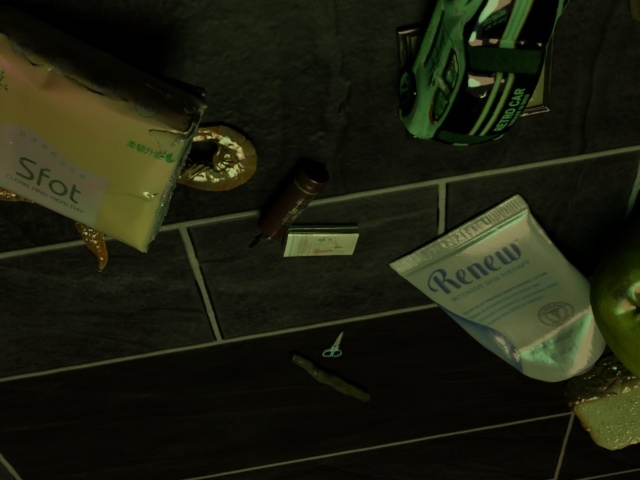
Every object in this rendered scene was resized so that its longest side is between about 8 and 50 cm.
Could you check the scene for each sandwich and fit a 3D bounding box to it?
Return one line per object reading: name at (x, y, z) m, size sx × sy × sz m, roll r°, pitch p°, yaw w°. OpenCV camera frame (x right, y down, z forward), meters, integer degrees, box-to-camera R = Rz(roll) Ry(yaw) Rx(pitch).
sandwich at (0.636, 0.295, 1.961) m, size 0.289 × 0.099 × 0.254 m, roll -26°, pitch 135°, yaw 20°

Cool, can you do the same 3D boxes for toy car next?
toy car at (0.189, -0.210, 1.129) m, size 0.136 × 0.125 × 0.305 m, roll 2°, pitch 143°, yaw -15°

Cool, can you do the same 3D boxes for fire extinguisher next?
fire extinguisher at (-0.045, -0.048, 1.375) m, size 0.064 × 0.043 × 0.158 m, roll -36°, pitch 171°, yaw -49°

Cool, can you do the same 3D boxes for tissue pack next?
tissue pack at (-0.271, -0.125, 1.102) m, size 0.257 × 0.123 × 0.215 m, roll 26°, pitch 130°, yaw -4°
tissue pack at (0.000, 0.000, 1.465) m, size 0.108 × 0.023 × 0.056 m, roll 0°, pitch 142°, yaw -14°

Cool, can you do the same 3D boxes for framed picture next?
framed picture at (0.196, -0.210, 1.242) m, size 0.195 × 0.010 × 0.199 m, roll -11°, pitch 144°, yaw 1°

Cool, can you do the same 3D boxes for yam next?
yam at (0.016, 0.250, 1.809) m, size 0.027 × 0.029 × 0.234 m, roll -50°, pitch 133°, yaw 5°

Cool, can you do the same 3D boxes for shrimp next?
shrimp at (-0.158, -0.106, 1.266) m, size 0.163 × 0.045 × 0.095 m, roll 6°, pitch 140°, yaw -19°

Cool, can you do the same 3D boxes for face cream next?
face cream at (0.328, 0.095, 1.630) m, size 0.235 × 0.137 × 0.420 m, roll -29°, pitch 129°, yaw 26°

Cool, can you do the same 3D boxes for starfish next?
starfish at (-0.339, -0.062, 1.281) m, size 0.138 × 0.050 × 0.247 m, roll -37°, pitch 126°, yaw 28°

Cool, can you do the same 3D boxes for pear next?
pear at (0.596, 0.090, 1.542) m, size 0.375 × 0.287 × 0.287 m, roll 3°, pitch 143°, yaw -38°

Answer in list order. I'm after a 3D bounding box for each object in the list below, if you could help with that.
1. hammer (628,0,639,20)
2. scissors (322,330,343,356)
hammer at (0.333, -0.365, 1.051) m, size 0.111 × 0.043 × 0.365 m, roll -20°, pitch 145°, yaw 10°
scissors at (0.027, 0.180, 1.730) m, size 0.036 × 0.006 × 0.083 m, roll 3°, pitch 142°, yaw -15°
